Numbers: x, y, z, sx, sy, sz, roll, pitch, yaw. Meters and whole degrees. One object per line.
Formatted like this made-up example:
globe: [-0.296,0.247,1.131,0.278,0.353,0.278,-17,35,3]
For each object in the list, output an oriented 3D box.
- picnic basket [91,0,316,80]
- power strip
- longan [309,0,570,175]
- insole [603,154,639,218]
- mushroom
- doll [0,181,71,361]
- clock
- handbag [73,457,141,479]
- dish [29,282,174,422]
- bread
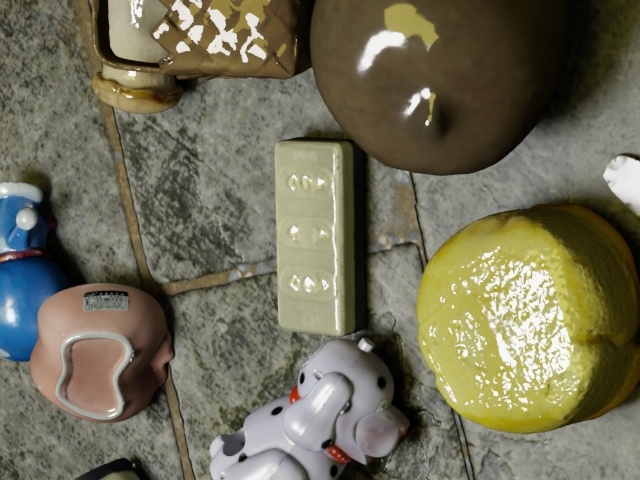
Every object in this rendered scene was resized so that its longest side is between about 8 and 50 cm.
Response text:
picnic basket: [-0.126,-0.317,1.855,0.321,0.291,0.254,8,108,20]
power strip: [0.000,0.000,1.971,0.105,0.070,0.256,5,101,37]
longan: [0.128,-0.217,1.711,0.297,0.297,0.297,7,101,36]
insole: [0.387,-0.028,1.711,0.192,0.010,0.063,45,121,22]
mushroom: [-0.207,-0.362,2.030,0.137,0.154,0.407,-124,39,-62]
doll: [-0.443,0.047,2.257,0.215,0.161,0.256,132,126,-62]
clock: [0.001,0.231,1.962,0.189,0.189,0.254,46,107,22]
handbag: [-0.333,0.441,2.222,0.181,0.181,0.254,49,119,18]
dish: [-0.304,0.166,2.149,0.213,0.090,0.213,0,112,0]
bread: [0.235,0.087,1.760,0.270,0.148,0.269,4,96,39]
